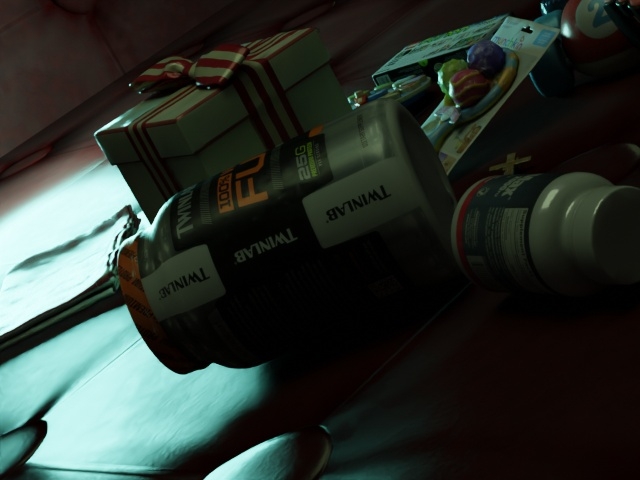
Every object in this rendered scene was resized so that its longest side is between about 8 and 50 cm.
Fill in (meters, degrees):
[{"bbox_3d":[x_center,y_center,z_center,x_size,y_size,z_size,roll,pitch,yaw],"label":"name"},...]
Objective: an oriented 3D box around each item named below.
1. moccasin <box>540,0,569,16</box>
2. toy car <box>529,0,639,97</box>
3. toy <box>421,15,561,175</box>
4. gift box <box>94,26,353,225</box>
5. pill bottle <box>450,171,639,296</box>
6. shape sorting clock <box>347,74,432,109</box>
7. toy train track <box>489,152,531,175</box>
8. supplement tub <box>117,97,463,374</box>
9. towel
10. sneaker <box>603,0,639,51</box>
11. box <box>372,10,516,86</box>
[{"bbox_3d":[0.443,-0.402,2.114,0.342,0.117,0.138,-29,16,-1],"label":"moccasin"},{"bbox_3d":[0.328,-0.334,1.885,0.219,0.238,0.210,-22,18,22],"label":"toy car"},{"bbox_3d":[0.168,-0.177,1.848,0.237,0.056,0.137,-55,26,0],"label":"toy"},{"bbox_3d":[-0.093,-0.123,1.912,0.276,0.258,0.255,-40,20,-32],"label":"gift box"},{"bbox_3d":[0.204,-0.005,1.335,0.108,0.108,0.180,-37,19,-25],"label":"pill bottle"},{"bbox_3d":[0.060,-0.191,2.199,0.206,0.040,0.206,-18,13,4],"label":"shape sorting clock"},{"bbox_3d":[0.207,-0.070,1.697,0.048,0.014,0.083,-15,26,20],"label":"toy train track"},{"bbox_3d":[-0.028,0.005,1.536,0.316,0.194,0.193,-25,17,14],"label":"supplement tub"},{"bbox_3d":[-0.380,0.056,2.246,0.237,0.037,0.329,-28,16,7],"label":"towel"},{"bbox_3d":[0.429,-0.269,1.656,0.136,0.116,0.314,-49,26,-8],"label":"sneaker"},{"bbox_3d":[0.186,-0.276,2.305,0.207,0.036,0.114,-12,23,45],"label":"box"}]
